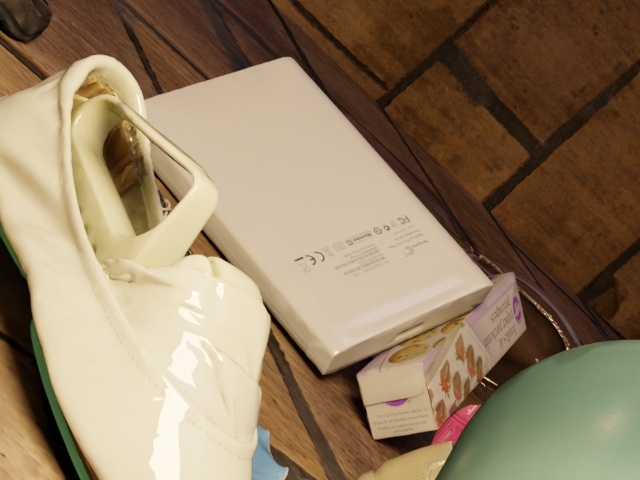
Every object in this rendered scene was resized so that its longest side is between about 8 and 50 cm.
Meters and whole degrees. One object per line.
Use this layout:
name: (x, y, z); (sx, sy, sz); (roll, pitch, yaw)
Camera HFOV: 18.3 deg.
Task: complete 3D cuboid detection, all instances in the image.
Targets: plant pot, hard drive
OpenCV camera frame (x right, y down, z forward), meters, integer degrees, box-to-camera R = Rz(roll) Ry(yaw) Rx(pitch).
plant pot: (0.177, 0.230, 1.217); (0.293, 0.293, 0.235); (48, 23, 5)
hard drive: (-0.013, -0.031, 1.800); (0.203, 0.040, 0.307); (-21, 60, -39)

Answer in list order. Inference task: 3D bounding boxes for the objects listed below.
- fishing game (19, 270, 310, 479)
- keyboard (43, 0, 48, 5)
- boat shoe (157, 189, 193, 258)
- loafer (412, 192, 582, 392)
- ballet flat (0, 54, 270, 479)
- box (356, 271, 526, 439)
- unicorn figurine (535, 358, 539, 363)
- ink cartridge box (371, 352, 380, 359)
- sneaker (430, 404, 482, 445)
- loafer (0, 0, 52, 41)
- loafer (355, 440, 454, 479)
fishing game: (-0.086, 0.093, 1.311); (0.264, 0.041, 0.189); (45, 9, 0)
keyboard: (-0.327, -0.309, 1.915); (0.192, 0.038, 0.100); (49, 10, 15)
boat shoe: (-0.141, -0.028, 1.569); (0.125, 0.038, 0.046); (46, 9, -5)
loafer: (0.134, 0.062, 2.220); (0.366, 0.134, 0.130); (38, 13, 2)
ballet flat: (-0.105, 0.026, 1.155); (0.139, 0.139, 0.400); (38, 17, -45)
box: (0.117, 0.101, 1.830); (0.324, 0.067, 0.063); (-34, 112, -66)
unicorn figurine: (0.236, 0.211, 2.045); (0.162, 0.111, 0.060); (47, 10, 0)
ink cartridge box: (0.000, 0.000, 1.925); (0.218, 0.092, 0.158); (53, 10, 24)
sneaker: (0.178, 0.253, 1.689); (0.252, 0.103, 0.111); (60, 10, 30)
loafer: (-0.266, -0.216, 1.718); (0.062, 0.061, 0.170); (48, 9, 10)
loafer: (0.138, 0.257, 1.469); (0.268, 0.092, 0.102); (47, 9, 1)
